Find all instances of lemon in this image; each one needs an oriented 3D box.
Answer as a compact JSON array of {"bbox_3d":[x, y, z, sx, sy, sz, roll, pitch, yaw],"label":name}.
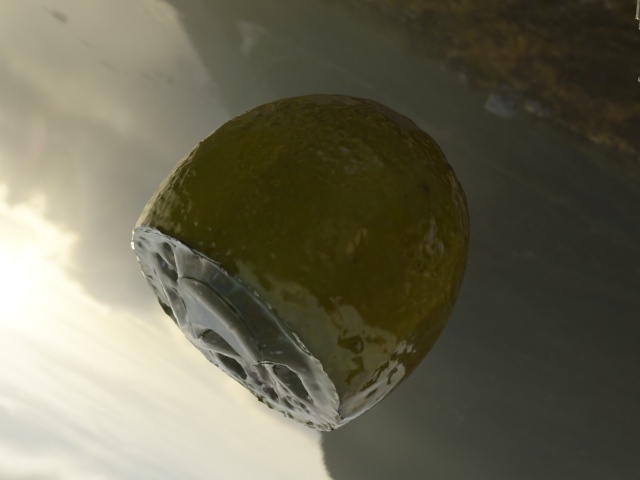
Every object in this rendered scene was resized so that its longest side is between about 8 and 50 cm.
[{"bbox_3d":[0.000,0.000,1.287,0.364,0.364,0.364,30,175,3],"label":"lemon"}]

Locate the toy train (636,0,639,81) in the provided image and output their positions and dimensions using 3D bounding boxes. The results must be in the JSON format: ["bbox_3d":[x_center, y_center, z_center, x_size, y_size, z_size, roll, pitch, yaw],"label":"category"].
[{"bbox_3d":[0.617,-0.356,2.120,0.132,0.200,0.083,-20,-150,-31],"label":"toy train"}]
